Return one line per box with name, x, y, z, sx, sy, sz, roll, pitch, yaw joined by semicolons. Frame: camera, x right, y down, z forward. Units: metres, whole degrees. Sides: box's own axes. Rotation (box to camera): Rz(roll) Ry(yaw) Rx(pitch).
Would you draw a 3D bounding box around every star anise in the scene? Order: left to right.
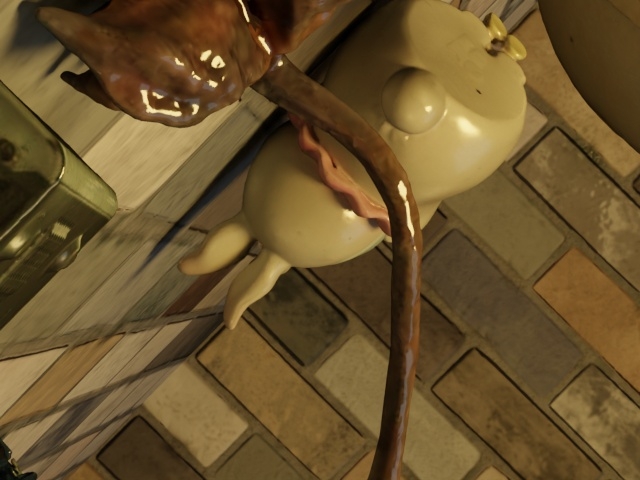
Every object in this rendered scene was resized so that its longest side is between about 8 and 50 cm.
star anise;0.000;0.000;0.607;0.218;0.227;0.148;-33;-168;38

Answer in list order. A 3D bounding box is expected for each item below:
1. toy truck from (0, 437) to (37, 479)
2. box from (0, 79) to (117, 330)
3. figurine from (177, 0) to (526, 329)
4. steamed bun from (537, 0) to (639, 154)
toy truck;-0.211;0.165;1.106;0.074;0.088;0.201;-44;177;0
box;-0.173;0.065;0.586;0.270;0.045;0.211;-45;179;-4
figurine;0.019;-0.048;1.204;0.235;0.127;0.155;-41;-170;34
steamed bun;0.264;-0.157;0.928;0.324;0.324;0.206;-45;145;0
